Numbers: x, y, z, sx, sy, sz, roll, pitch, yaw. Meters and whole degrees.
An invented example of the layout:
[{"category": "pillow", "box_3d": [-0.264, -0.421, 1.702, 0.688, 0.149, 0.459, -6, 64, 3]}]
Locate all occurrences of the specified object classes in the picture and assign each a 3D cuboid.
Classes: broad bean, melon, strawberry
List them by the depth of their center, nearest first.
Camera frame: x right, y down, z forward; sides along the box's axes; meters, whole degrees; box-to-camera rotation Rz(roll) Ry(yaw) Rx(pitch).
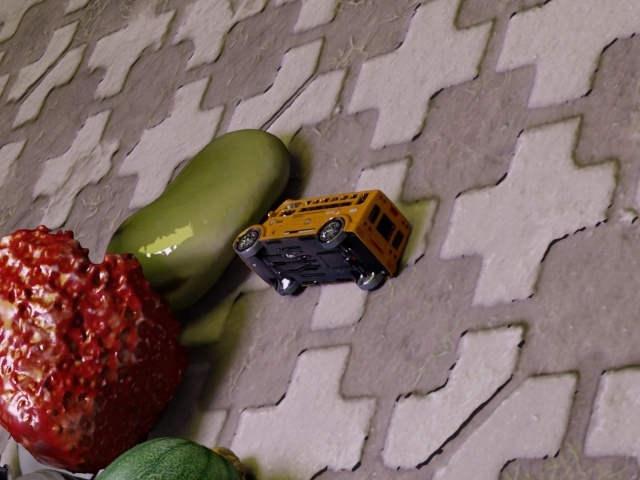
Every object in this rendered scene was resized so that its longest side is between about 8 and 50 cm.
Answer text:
[{"category": "melon", "box_3d": [-0.178, 0.327, 1.524, 0.288, 0.182, 0.182, -61, 33, -1]}, {"category": "strawberry", "box_3d": [-0.283, 0.128, 1.757, 0.261, 0.261, 0.257, 2, 58, 52]}, {"category": "broad bean", "box_3d": [-0.143, -0.030, 1.873, 0.263, 0.121, 0.189, -53, 30, -4]}]

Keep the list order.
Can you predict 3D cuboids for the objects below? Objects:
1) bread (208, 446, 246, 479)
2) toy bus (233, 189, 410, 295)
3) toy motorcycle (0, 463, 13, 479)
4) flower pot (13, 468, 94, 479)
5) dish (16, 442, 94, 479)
[{"category": "bread", "box_3d": [-0.124, 0.254, 1.638, 0.110, 0.060, 0.066, -31, 54, 32]}, {"category": "toy bus", "box_3d": [0.000, 0.000, 1.699, 0.194, 0.083, 0.088, -6, 46, 45]}, {"category": "toy motorcycle", "box_3d": [-0.442, 0.328, 1.913, 0.204, 0.108, 0.239, -40, 34, 48]}, {"category": "flower pot", "box_3d": [-0.281, 0.337, 1.685, 0.235, 0.140, 0.235, -30, 41, 30]}, {"category": "dish", "box_3d": [-0.318, 0.221, 1.905, 0.190, 0.066, 0.191, -32, 38, 29]}]
